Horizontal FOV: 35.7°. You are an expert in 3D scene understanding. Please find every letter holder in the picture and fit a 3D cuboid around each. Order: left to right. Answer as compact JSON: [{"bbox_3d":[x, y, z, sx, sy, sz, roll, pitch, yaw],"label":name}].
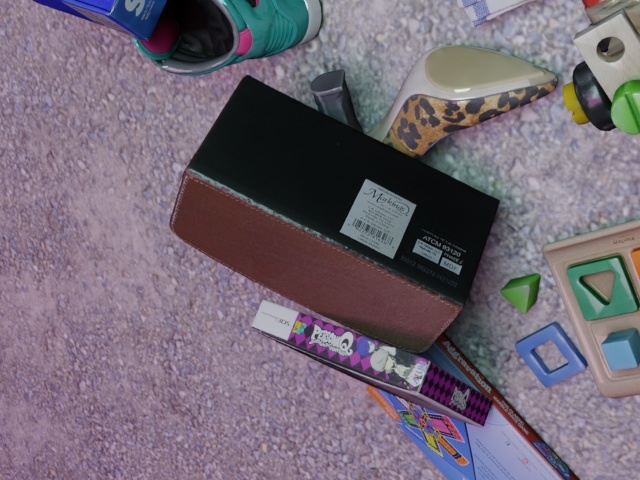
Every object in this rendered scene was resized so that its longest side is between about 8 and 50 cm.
[{"bbox_3d":[0.000,0.000,1.078,0.302,0.152,0.214,27,144,-2],"label":"letter holder"}]

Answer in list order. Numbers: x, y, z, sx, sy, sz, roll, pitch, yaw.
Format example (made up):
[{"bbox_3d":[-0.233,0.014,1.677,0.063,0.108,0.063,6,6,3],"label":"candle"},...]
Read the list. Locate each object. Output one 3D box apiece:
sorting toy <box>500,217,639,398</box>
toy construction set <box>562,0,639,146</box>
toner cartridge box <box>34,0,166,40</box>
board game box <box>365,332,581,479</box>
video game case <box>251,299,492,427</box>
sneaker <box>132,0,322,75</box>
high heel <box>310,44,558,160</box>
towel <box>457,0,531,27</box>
[{"bbox_3d":[0.336,0.074,1.018,0.348,0.047,0.196,-19,101,40],"label":"sorting toy"},{"bbox_3d":[0.294,-0.201,0.742,0.258,0.237,0.308,5,123,28],"label":"toy construction set"},{"bbox_3d":[-0.185,-0.392,1.014,0.165,0.075,0.347,24,88,24],"label":"toner cartridge box"},{"bbox_3d":[0.193,0.249,1.226,0.281,0.027,0.145,48,130,6],"label":"board game box"},{"bbox_3d":[0.064,0.142,1.116,0.210,0.232,0.041,17,80,31],"label":"video game case"},{"bbox_3d":[-0.166,-0.273,1.117,0.296,0.178,0.123,26,126,24],"label":"sneaker"},{"bbox_3d":[0.134,-0.111,1.072,0.261,0.093,0.186,-2,136,23],"label":"high heel"},{"bbox_3d":[0.221,-0.337,0.902,0.285,0.034,0.209,-14,101,38],"label":"towel"}]
